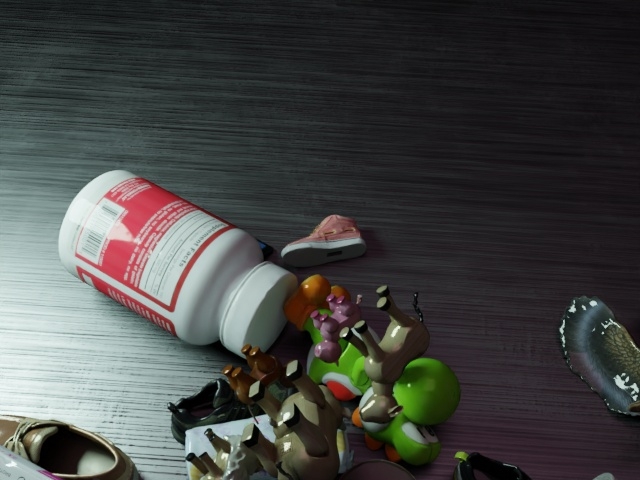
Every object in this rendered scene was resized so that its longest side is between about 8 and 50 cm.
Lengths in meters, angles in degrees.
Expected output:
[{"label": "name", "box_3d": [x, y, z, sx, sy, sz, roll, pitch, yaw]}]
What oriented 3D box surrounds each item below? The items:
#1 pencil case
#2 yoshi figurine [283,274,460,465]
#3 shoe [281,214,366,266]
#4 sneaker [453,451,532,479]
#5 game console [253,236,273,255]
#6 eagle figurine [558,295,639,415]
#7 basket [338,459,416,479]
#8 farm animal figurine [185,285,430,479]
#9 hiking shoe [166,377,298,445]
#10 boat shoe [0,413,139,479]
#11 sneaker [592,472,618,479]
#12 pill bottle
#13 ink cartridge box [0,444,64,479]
[{"label": "pencil case", "box_3d": [-0.087, 0.344, 1.278, 0.273, 0.113, 0.124, -10, 31, -11]}, {"label": "yoshi figurine", "box_3d": [0.109, 0.205, 1.353, 0.204, 0.203, 0.362, -24, 60, -29]}, {"label": "shoe", "box_3d": [0.000, 0.000, 1.597, 0.178, 0.063, 0.081, -7, 50, -15]}, {"label": "sneaker", "box_3d": [0.315, 0.414, 1.246, 0.235, 0.097, 0.084, 25, 55, 17]}, {"label": "game console", "box_3d": [-0.175, -0.022, 1.567, 0.144, 0.124, 0.085, 26, 56, 18]}, {"label": "eagle figurine", "box_3d": [0.593, 0.219, 1.388, 0.226, 0.225, 0.298, 38, 12, -21]}, {"label": "basket", "box_3d": [0.078, 0.427, 1.146, 0.204, 0.226, 0.154, 25, 55, 16]}, {"label": "farm animal figurine", "box_3d": [0.003, 0.244, 1.153, 0.330, 0.172, 0.326, -24, 24, 32]}, {"label": "hiking shoe", "box_3d": [-0.144, 0.279, 1.330, 0.227, 0.114, 0.086, -17, 54, -15]}, {"label": "boat shoe", "box_3d": [-0.452, 0.335, 1.271, 0.325, 0.116, 0.123, 11, 50, 7]}, {"label": "sneaker", "box_3d": [0.406, 0.514, 1.161, 0.169, 0.108, 0.292, 42, 80, 2]}, {"label": "pill bottle", "box_3d": [-0.256, 0.048, 1.440, 0.408, 0.229, 0.229, 27, 55, 18]}, {"label": "ink cartridge box", "box_3d": [-0.520, 0.465, 1.153, 0.186, 0.065, 0.311, 22, 77, 16]}]
